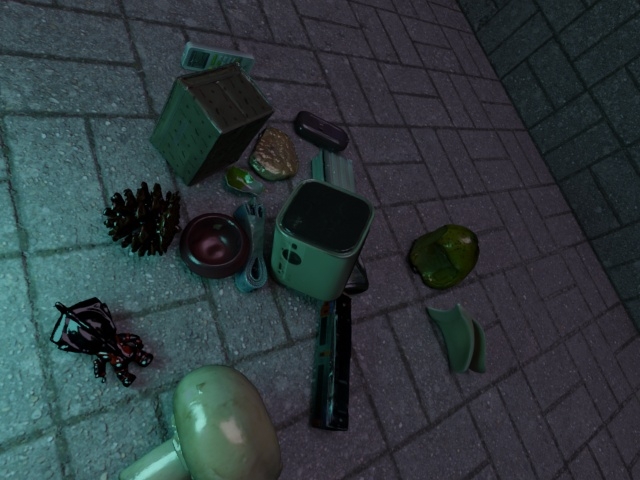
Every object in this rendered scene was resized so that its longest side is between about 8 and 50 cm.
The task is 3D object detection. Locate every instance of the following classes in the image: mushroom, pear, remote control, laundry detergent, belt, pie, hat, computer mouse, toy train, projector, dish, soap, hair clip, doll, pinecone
[{"bbox_3d":[-0.262,0.456,0.916,0.336,0.314,0.314,-30,85,-19],"label":"mushroom"},{"bbox_3d":[0.508,0.070,1.630,0.238,0.255,0.164,49,48,-9],"label":"pear"},{"bbox_3d":[-0.362,-0.641,1.507,0.250,0.103,0.034,-4,67,-37],"label":"remote control"},{"bbox_3d":[0.087,0.073,1.457,0.144,0.078,0.221,3,63,-30],"label":"laundry detergent"},{"bbox_3d":[-0.213,0.009,1.287,0.087,0.072,0.302,11,61,-32],"label":"belt"},{"bbox_3d":[-0.155,-0.301,1.502,0.185,0.052,0.218,31,51,-15],"label":"pie"},{"bbox_3d":[-0.301,0.019,1.206,0.206,0.089,0.205,8,61,-14],"label":"hat"},{"bbox_3d":[0.005,-0.431,1.676,0.232,0.057,0.120,20,56,-21],"label":"computer mouse"},{"bbox_3d":[0.037,0.349,1.270,0.086,0.089,0.409,26,53,-33],"label":"toy train"},{"bbox_3d":[0.000,0.000,1.274,0.249,0.249,0.248,23,53,6],"label":"projector"},{"bbox_3d":[-0.251,-0.181,1.384,0.137,0.039,0.091,25,50,-22],"label":"dish"},{"bbox_3d":[0.049,-0.201,1.568,0.150,0.094,0.261,16,57,-33],"label":"soap"},{"bbox_3d":[0.520,0.362,1.552,0.113,0.172,0.281,-10,82,-29],"label":"hair clip"},{"bbox_3d":[-0.510,0.229,0.971,0.249,0.088,0.127,45,29,-19],"label":"doll"},{"bbox_3d":[-0.454,-0.056,1.087,0.208,0.208,0.207,16,59,-27],"label":"pinecone"}]

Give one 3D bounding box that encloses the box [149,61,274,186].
[{"bbox_3d":[-0.324,-0.337,1.251,0.190,0.297,0.225,53,49,-3],"label":"box"}]
